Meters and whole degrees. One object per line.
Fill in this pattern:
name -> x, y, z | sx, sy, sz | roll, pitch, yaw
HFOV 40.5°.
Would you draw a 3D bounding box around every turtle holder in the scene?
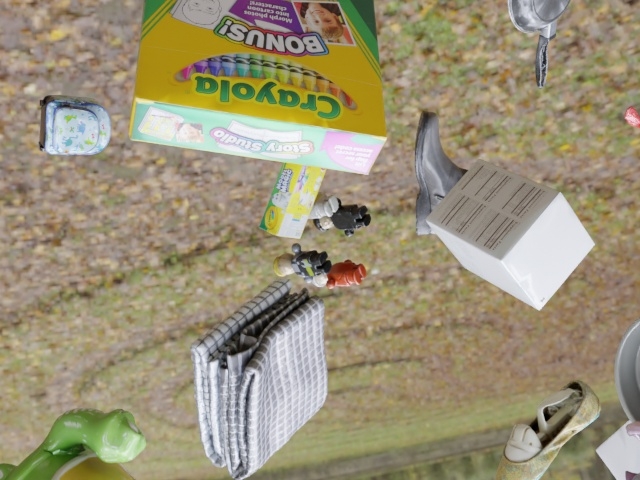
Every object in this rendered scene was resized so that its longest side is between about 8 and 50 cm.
turtle holder -> -0.337, 0.403, 1.239 | 0.227, 0.320, 0.243 | 20, 160, 29

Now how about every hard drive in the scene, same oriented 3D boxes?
hard drive -> 0.735, 0.512, 1.791 | 0.040, 0.318, 0.210 | -8, 143, -36

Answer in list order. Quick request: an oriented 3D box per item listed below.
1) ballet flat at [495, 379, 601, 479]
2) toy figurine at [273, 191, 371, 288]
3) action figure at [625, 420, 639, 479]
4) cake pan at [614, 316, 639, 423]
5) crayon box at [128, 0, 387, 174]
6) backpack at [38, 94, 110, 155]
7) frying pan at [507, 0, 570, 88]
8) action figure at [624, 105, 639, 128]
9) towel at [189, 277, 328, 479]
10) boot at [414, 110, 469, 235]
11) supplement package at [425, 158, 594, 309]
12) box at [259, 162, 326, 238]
ballet flat -> 0.525, 0.457, 2.066 | 0.348, 0.123, 0.123 | -37, 169, -18
toy figurine -> 0.000, 0.000, 1.968 | 0.148, 0.213, 0.209 | -2, 170, 38
action figure -> 0.635, 0.418, 1.288 | 0.370, 0.275, 0.248 | 1, 169, 13
cake pan -> 0.697, 0.265, 1.634 | 0.054, 0.293, 0.293 | -6, 162, -39
crayon box -> -0.093, -0.274, 1.322 | 0.363, 0.313, 0.106 | 7, 145, -14
backpack -> -0.428, -0.198, 1.526 | 0.114, 0.105, 0.084 | -4, -156, -32
frying pan -> 0.441, -0.451, 1.757 | 0.197, 0.053, 0.326 | -15, 122, -37
action figure -> 0.546, -0.138, 1.207 | 0.091, 0.280, 0.139 | -42, 144, 3
towel -> -0.089, 0.233, 1.462 | 0.235, 0.121, 0.283 | -36, 139, -42
boot -> 0.350, -0.167, 2.189 | 0.223, 0.338, 0.118 | 0, -154, 9
supplement package -> 0.419, -0.018, 1.935 | 0.198, 0.263, 0.199 | -49, 127, -5
box -> -0.039, -0.095, 1.491 | 0.043, 0.179, 0.105 | 25, -174, 20
